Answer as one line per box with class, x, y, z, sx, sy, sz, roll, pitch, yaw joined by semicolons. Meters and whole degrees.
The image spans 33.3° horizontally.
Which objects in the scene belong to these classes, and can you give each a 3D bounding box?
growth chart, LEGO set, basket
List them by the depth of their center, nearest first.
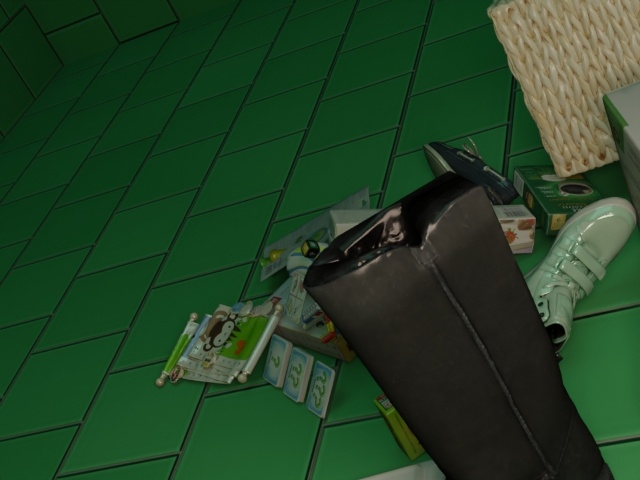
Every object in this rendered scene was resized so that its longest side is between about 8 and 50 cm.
LEGO set;-0.028;0.126;1.642;0.182;0.060;0.244;25;103;55
basket;0.468;-0.317;1.755;0.266;0.331;0.328;-21;16;24
growth chart;-0.170;0.175;1.827;0.237;0.021;0.172;-7;51;41

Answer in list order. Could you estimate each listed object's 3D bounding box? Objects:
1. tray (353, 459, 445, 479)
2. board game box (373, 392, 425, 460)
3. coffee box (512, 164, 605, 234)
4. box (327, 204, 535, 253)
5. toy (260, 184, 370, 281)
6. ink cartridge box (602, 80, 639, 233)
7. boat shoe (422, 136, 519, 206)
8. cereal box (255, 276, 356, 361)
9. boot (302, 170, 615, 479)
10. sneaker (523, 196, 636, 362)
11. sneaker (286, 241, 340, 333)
tray;0.033;0.360;1.393;0.270;0.030;0.145;-19;29;17
board game box;0.171;0.207;1.451;0.181;0.092;0.043;-33;30;-9
coffee box;0.386;-0.067;1.715;0.113;0.040;0.184;-2;28;-9
box;0.175;-0.014;1.688;0.323;0.063;0.067;-2;22;-10
toy;0.000;0.000;1.967;0.237;0.056;0.137;-28;23;14
ink cartridge box;0.484;-0.056;1.411;0.117;0.278;0.201;-20;30;8
boat shoe;0.262;-0.121;1.895;0.079;0.095;0.254;-33;30;-5
cereal box;0.016;0.107;1.792;0.173;0.047;0.240;-44;32;-24
boot;0.110;0.200;1.148;0.367;0.445;0.146;-40;31;-20
sneaker;0.352;0.064;1.472;0.256;0.094;0.151;-48;20;18
sneaker;0.015;0.076;1.698;0.240;0.091;0.126;6;45;42
